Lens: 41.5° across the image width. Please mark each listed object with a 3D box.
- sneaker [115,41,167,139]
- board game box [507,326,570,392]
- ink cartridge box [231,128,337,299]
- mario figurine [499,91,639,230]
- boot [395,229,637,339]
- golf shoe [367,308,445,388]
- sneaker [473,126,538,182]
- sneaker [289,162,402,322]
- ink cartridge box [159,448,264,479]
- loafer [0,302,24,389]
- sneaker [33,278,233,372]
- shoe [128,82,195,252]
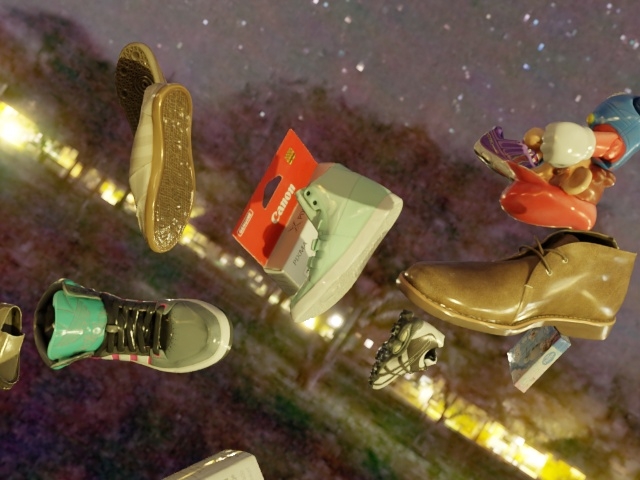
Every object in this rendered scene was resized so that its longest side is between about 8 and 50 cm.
[{"bbox_3d":[-0.241,-0.198,1.202,0.066,0.188,0.071,7,33,15],"label":"sneaker"},{"bbox_3d":[0.286,0.144,1.114,0.020,0.090,0.090,35,19,-7],"label":"board game box"},{"bbox_3d":[-0.037,-0.050,1.711,0.060,0.275,0.239,6,-31,38],"label":"ink cartridge box"},{"bbox_3d":[0.358,-0.152,1.101,0.198,0.320,0.170,41,12,-42],"label":"mario figurine"},{"bbox_3d":[0.217,0.034,0.908,0.305,0.115,0.112,5,29,-32],"label":"boot"},{"bbox_3d":[0.142,0.203,1.417,0.094,0.077,0.198,23,-41,-1],"label":"golf shoe"},{"bbox_3d":[0.305,-0.114,1.254,0.170,0.071,0.068,44,5,27],"label":"sneaker"},{"bbox_3d":[0.000,0.000,1.354,0.151,0.256,0.094,37,1,20],"label":"sneaker"},{"bbox_3d":[-0.199,0.445,1.123,0.131,0.306,0.226,-22,-91,63],"label":"ink cartridge box"},{"bbox_3d":[-0.518,0.170,1.385,0.050,0.148,0.056,-19,-17,27],"label":"loafer"},{"bbox_3d":[-0.282,0.118,1.155,0.296,0.123,0.178,0,-6,30],"label":"sneaker"},{"bbox_3d":[-0.204,-0.094,1.080,0.058,0.219,0.077,17,17,35],"label":"shoe"}]
